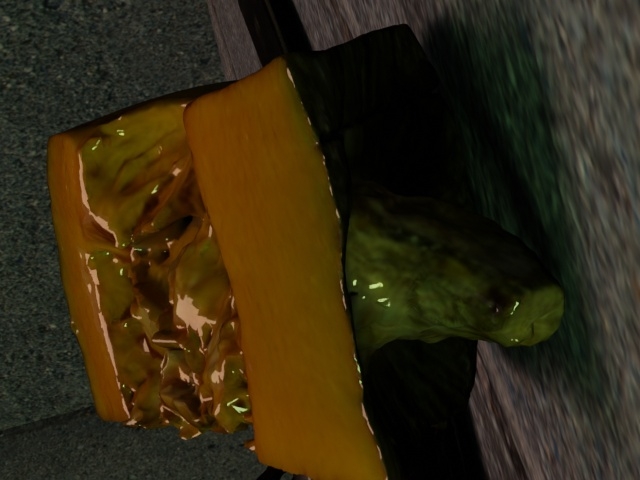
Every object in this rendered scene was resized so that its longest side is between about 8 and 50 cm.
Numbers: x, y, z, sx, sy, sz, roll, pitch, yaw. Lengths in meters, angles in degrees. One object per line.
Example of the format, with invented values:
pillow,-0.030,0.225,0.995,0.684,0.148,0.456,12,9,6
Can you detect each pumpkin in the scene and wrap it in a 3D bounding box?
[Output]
pumpkin,0.005,0.000,0.563,0.248,0.126,0.131,-172,73,-66

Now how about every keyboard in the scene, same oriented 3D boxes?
keyboard,-0.030,-0.137,1.182,0.230,0.025,0.094,-110,8,-53

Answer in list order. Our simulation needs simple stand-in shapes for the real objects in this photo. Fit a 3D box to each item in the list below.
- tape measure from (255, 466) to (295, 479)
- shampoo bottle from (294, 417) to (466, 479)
tape measure,-0.005,0.243,0.925,0.231,0.133,0.271,-21,-80,-63
shampoo bottle,0.028,0.108,0.819,0.098,0.071,0.309,-43,-61,-68
